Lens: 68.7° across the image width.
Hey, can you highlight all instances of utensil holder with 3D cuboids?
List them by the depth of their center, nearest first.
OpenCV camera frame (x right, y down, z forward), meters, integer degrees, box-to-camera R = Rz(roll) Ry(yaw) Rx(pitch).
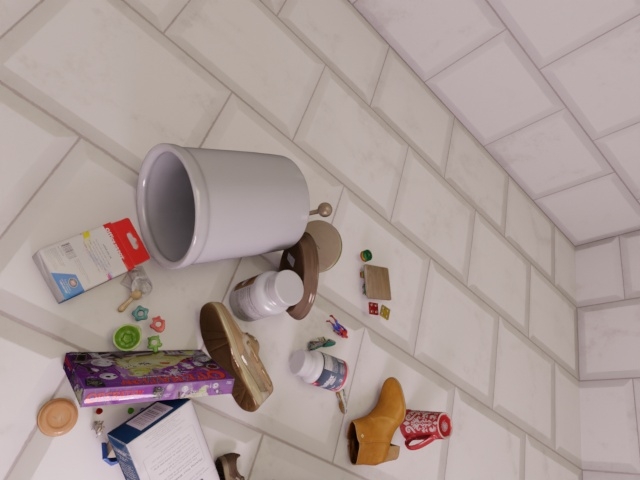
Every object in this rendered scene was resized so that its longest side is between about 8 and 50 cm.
[{"bbox_3d":[-0.268,-0.103,1.336,0.386,0.328,0.327,-8,79,-44],"label":"utensil holder"}]

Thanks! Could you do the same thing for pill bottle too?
[{"bbox_3d":[-0.159,0.161,1.393,0.131,0.229,0.131,16,64,-37],"label":"pill bottle"},{"bbox_3d":[-0.005,0.417,1.517,0.180,0.108,0.107,27,58,-30],"label":"pill bottle"}]

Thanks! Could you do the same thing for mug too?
[{"bbox_3d":[0.389,0.696,1.716,0.113,0.169,0.150,28,57,-32],"label":"mug"}]

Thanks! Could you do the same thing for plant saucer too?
[{"bbox_3d":[-0.597,0.402,1.066,0.084,0.013,0.083,16,63,-36],"label":"plant saucer"},{"bbox_3d":[-0.077,0.109,1.465,0.041,0.278,0.277,7,69,-23],"label":"plant saucer"}]

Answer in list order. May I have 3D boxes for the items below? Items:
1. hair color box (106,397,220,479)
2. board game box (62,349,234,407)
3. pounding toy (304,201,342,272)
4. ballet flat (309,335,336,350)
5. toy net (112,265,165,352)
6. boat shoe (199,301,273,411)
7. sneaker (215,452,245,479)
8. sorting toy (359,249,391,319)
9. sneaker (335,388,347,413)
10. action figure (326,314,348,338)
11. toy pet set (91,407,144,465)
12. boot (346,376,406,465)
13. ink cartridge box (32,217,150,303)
[{"bbox_3d":[-0.347,0.560,1.105,0.174,0.105,0.347,-28,108,-45],"label":"hair color box"},{"bbox_3d":[-0.410,0.322,1.131,0.347,0.208,0.056,9,99,-39],"label":"board game box"},{"bbox_3d":[0.000,0.000,1.664,0.110,0.183,0.236,15,58,-65],"label":"pounding toy"},{"bbox_3d":[0.006,0.348,1.603,0.114,0.041,0.041,-1,75,-43],"label":"ballet flat"},{"bbox_3d":[-0.467,0.173,1.223,0.122,0.045,0.232,4,69,-18],"label":"toy net"},{"bbox_3d":[-0.239,0.320,1.350,0.110,0.122,0.341,-33,107,-48],"label":"boat shoe"},{"bbox_3d":[-0.228,0.669,1.254,0.071,0.066,0.188,-1,76,-43],"label":"sneaker"},{"bbox_3d":[0.214,0.178,1.843,0.132,0.046,0.274,11,67,-39],"label":"sorting toy"},{"bbox_3d":[0.081,0.547,1.596,0.037,0.032,0.083,-5,78,-42],"label":"sneaker"},{"bbox_3d":[0.064,0.313,1.673,0.115,0.030,0.038,49,54,-23],"label":"action figure"},{"bbox_3d":[-0.485,0.469,1.124,0.122,0.065,0.114,18,28,-39],"label":"toy pet set"},{"bbox_3d":[0.188,0.616,1.615,0.211,0.104,0.295,18,67,-36],"label":"boot"},{"bbox_3d":[-0.570,0.045,1.180,0.231,0.078,0.134,-30,96,-44],"label":"ink cartridge box"}]
